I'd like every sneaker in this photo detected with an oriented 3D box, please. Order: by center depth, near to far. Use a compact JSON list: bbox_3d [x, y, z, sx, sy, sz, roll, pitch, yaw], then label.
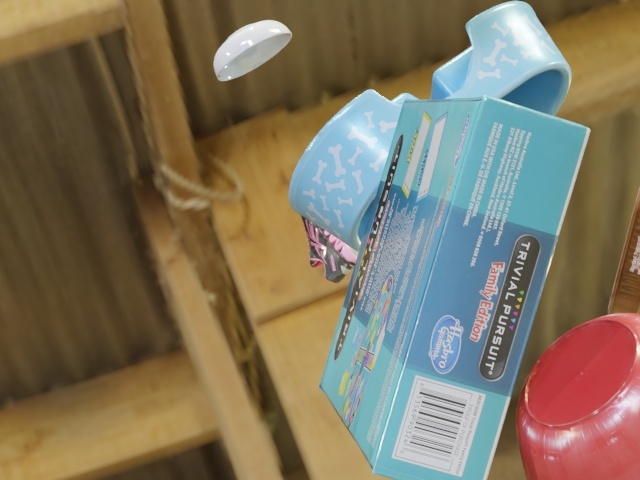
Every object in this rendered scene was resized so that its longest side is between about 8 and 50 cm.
[{"bbox_3d":[0.000,0.000,1.872,0.047,0.119,0.057,17,-62,-45],"label":"sneaker"}]

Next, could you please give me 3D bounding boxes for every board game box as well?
[{"bbox_3d":[0.087,0.026,1.260,0.079,0.336,0.254,16,-87,-7],"label":"board game box"}]

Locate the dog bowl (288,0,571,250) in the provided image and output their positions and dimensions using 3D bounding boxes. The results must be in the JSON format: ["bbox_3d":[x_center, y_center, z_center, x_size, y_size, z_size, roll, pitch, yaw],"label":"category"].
[{"bbox_3d":[0.109,-0.098,1.566,0.297,0.074,0.166,-36,-24,-18],"label":"dog bowl"}]

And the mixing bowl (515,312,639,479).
[{"bbox_3d":[0.197,0.115,1.129,0.181,0.181,0.098,-35,-60,15],"label":"mixing bowl"}]

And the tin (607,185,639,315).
[{"bbox_3d":[0.338,-0.005,1.783,0.040,0.106,0.190,14,-64,9],"label":"tin"}]

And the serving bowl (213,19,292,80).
[{"bbox_3d":[-0.069,-0.186,1.637,0.083,0.027,0.083,-30,-8,-5],"label":"serving bowl"}]
